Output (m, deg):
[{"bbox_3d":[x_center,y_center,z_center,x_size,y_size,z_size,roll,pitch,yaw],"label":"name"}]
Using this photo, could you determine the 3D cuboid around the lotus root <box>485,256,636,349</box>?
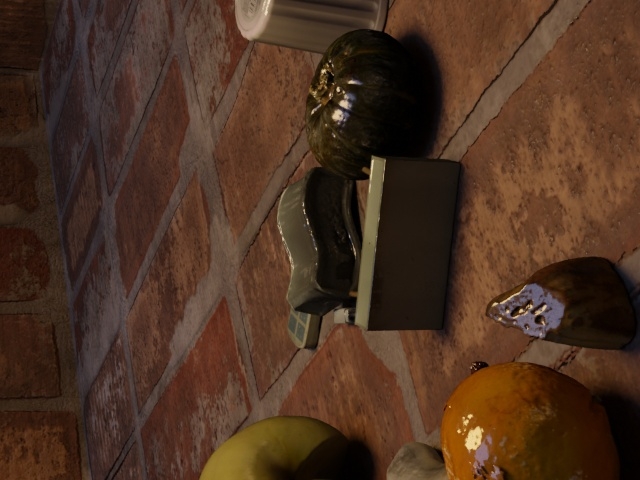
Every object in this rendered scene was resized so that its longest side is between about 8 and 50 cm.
[{"bbox_3d":[0.272,0.065,1.304,0.159,0.135,0.095,19,106,50],"label":"lotus root"}]

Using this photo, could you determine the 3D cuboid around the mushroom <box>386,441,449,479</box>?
[{"bbox_3d":[0.162,0.322,1.558,0.081,0.092,0.223,47,159,-9],"label":"mushroom"}]

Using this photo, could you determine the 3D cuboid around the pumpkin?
[{"bbox_3d":[0.057,-0.201,1.717,0.224,0.157,0.223,-167,90,-69],"label":"pumpkin"}]

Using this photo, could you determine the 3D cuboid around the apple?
[{"bbox_3d":[-0.053,0.424,1.817,0.254,0.292,0.292,107,151,-45],"label":"apple"}]

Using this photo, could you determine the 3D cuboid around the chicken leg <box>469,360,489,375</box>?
[{"bbox_3d":[0.225,0.253,1.435,0.053,0.093,0.205,-23,68,22],"label":"chicken leg"}]

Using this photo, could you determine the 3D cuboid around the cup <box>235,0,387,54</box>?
[{"bbox_3d":[-0.028,-0.392,1.852,0.221,0.202,0.166,54,134,51],"label":"cup"}]

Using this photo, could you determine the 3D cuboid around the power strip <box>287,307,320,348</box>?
[{"bbox_3d":[-0.019,0.085,2.015,0.080,0.029,0.226,-137,53,-58],"label":"power strip"}]

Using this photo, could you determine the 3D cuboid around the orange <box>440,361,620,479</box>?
[{"bbox_3d":[0.229,0.241,1.279,0.219,0.193,0.219,-18,-90,-75],"label":"orange"}]

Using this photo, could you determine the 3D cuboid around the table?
[{"bbox_3d":[0.107,-0.001,1.641,0.111,0.122,0.240,-157,70,-63],"label":"table"}]

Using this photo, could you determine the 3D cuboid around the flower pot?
[{"bbox_3d":[0.000,0.000,1.892,0.108,0.103,0.229,-36,57,59],"label":"flower pot"}]

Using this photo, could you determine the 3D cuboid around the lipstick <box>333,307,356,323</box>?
[{"bbox_3d":[0.055,0.121,1.860,0.107,0.025,0.025,171,98,-64],"label":"lipstick"}]
